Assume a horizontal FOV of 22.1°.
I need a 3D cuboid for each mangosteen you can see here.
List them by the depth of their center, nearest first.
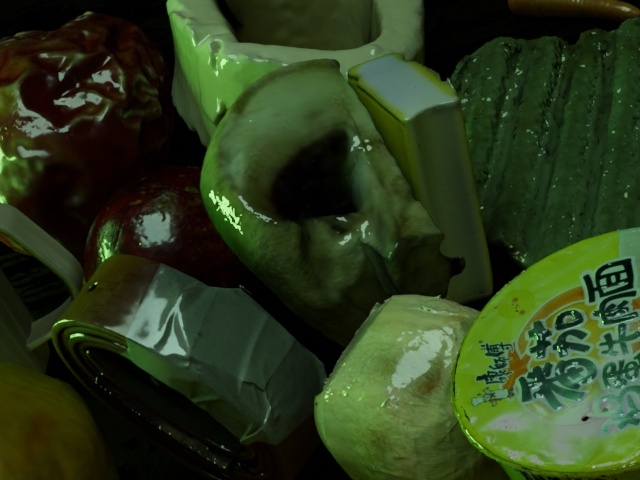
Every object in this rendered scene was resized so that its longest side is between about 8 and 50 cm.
[{"bbox_3d":[-0.155,0.047,1.687,0.257,0.215,0.215,-44,21,35],"label":"mangosteen"}]

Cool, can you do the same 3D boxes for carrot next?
[{"bbox_3d":[0.301,-0.278,1.934,0.190,0.037,0.037,12,50,42],"label":"carrot"}]

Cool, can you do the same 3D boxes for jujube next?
[{"bbox_3d":[-0.301,-0.129,1.973,0.276,0.276,0.377,-22,22,9],"label":"jujube"}]

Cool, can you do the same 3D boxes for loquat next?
[{"bbox_3d":[-0.305,0.233,1.476,0.276,0.276,0.284,-18,31,14],"label":"loquat"}]

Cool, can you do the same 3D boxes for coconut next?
[{"bbox_3d":[0.097,0.139,1.384,0.194,0.194,0.194,-19,34,13],"label":"coconut"}]

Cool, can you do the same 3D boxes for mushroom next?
[{"bbox_3d":[-0.003,0.003,1.558,0.212,0.217,0.292,-19,46,-25],"label":"mushroom"}]

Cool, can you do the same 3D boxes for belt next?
[{"bbox_3d":[-0.114,0.121,1.500,0.261,0.184,0.105,34,58,5],"label":"belt"}]

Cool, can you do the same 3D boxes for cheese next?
[{"bbox_3d":[-0.024,-0.208,1.892,0.292,0.153,0.332,-9,33,-10],"label":"cheese"}]

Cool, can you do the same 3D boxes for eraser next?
[{"bbox_3d":[0.098,-0.061,1.613,0.069,0.226,0.158,-19,29,-11],"label":"eraser"}]

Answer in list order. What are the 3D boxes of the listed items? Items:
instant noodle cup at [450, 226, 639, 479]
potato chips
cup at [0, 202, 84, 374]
[{"bbox_3d":[0.250,0.145,1.243,0.264,0.200,0.264,-19,34,13],"label":"instant noodle cup"},{"bbox_3d":[0.293,-0.104,1.665,0.358,0.070,0.429,-6,41,19],"label":"potato chips"},{"bbox_3d":[-0.417,0.054,1.763,0.288,0.273,0.208,-35,32,-8],"label":"cup"}]
